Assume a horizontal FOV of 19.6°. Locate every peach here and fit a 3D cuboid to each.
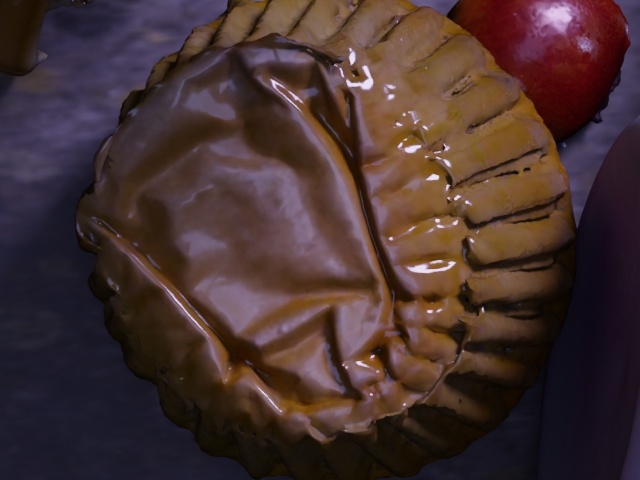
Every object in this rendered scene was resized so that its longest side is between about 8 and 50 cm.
[{"bbox_3d":[0.104,-0.090,0.888,0.098,0.061,0.098,0,86,3],"label":"peach"}]

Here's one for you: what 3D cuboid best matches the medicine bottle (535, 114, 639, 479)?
[{"bbox_3d":[0.273,0.082,0.803,0.325,0.256,0.256,11,92,-3],"label":"medicine bottle"}]

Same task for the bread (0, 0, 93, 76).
[{"bbox_3d":[-0.173,-0.153,0.868,0.177,0.084,0.119,21,90,1],"label":"bread"}]

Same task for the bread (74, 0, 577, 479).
[{"bbox_3d":[0.002,0.001,0.841,0.240,0.139,0.240,1,97,7],"label":"bread"}]
